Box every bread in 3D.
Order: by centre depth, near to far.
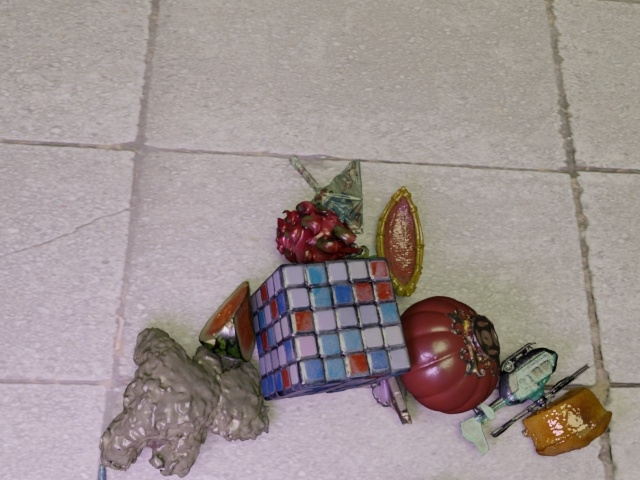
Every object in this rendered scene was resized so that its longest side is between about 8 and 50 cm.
[{"bbox_3d":[0.661,0.475,1.604,0.229,0.139,0.143,-26,69,-15],"label":"bread"}]

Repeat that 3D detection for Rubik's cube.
[{"bbox_3d":[0.011,0.222,1.493,0.292,0.293,0.286,-4,71,-22],"label":"Rubik's cube"}]

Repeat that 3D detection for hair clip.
[{"bbox_3d":[0.175,0.347,1.615,0.106,0.084,0.292,-13,69,-8],"label":"hair clip"}]

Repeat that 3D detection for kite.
[{"bbox_3d":[0.012,-0.129,1.781,0.335,0.011,0.314,-42,81,-18],"label":"kite"}]

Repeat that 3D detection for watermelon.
[{"bbox_3d":[-0.241,0.221,1.535,0.129,0.303,0.159,-4,104,2],"label":"watermelon"}]

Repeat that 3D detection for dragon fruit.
[{"bbox_3d":[-0.010,0.001,1.610,0.198,0.273,0.218,-8,99,-17],"label":"dragon fruit"}]

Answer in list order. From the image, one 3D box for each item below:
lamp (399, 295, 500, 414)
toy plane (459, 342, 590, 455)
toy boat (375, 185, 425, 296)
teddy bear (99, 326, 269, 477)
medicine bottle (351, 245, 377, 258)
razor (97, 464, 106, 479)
[{"bbox_3d":[0.320,0.287,1.546,0.303,0.257,0.303,28,46,-32],"label":"lamp"},{"bbox_3d":[0.520,0.398,1.611,0.382,0.106,0.155,-33,68,-12],"label":"toy plane"},{"bbox_3d":[0.228,0.011,1.719,0.141,0.099,0.317,1,75,-3],"label":"toy boat"},{"bbox_3d":[-0.306,0.405,1.483,0.368,0.224,0.357,26,49,-23],"label":"teddy bear"},{"bbox_3d":[0.134,0.113,1.668,0.086,0.086,0.183,-14,80,-11],"label":"medicine bottle"},{"bbox_3d":[-0.529,0.614,1.465,0.068,0.040,0.135,-3,66,-9],"label":"razor"}]
